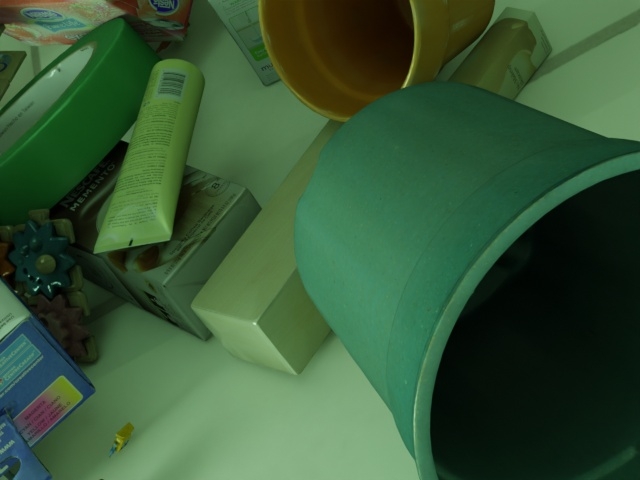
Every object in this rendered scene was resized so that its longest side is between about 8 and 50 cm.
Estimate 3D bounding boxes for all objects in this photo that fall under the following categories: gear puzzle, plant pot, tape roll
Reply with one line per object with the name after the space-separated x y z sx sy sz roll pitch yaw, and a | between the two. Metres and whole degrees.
-0.403 0.066 1.689 0.339 0.175 0.044 -6 8 30 | gear puzzle
0.074 -0.241 1.550 0.205 0.205 0.188 9 23 40 | plant pot
0.154 0.038 1.227 0.341 0.341 0.334 -40 32 -5 | plant pot
-0.323 -0.126 1.793 0.321 0.077 0.321 -38 20 16 | tape roll

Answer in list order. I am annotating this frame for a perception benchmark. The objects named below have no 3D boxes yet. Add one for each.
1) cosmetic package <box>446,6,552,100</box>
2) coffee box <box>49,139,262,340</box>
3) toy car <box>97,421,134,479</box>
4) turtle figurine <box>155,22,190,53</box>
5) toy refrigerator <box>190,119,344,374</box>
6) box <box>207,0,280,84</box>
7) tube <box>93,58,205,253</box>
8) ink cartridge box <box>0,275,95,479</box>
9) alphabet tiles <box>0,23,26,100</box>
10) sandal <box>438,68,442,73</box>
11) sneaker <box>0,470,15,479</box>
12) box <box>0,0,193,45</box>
0.188 -0.183 1.596 0.041 0.060 0.115 20 66 44 | cosmetic package
-0.176 -0.006 1.644 0.246 0.098 0.141 21 64 45 | coffee box
-0.193 0.239 1.483 0.040 0.060 0.122 -63 1 38 | toy car
-0.206 -0.361 2.017 0.217 0.087 0.269 -34 40 2 | turtle figurine
0.000 0.000 1.526 0.102 0.094 0.269 11 56 45 | toy refrigerator
-0.010 -0.342 1.753 0.262 0.231 0.126 -25 41 13 | box
-0.174 -0.086 1.606 0.070 0.062 0.240 127 159 -49 | tube
-0.410 0.128 1.479 0.270 0.151 0.395 -42 48 -9 | ink cartridge box
-0.529 -0.159 1.879 0.285 0.011 0.342 2 46 19 | alphabet tiles
0.105 -0.229 1.706 0.240 0.088 0.079 -50 10 -26 | sandal
-0.445 0.257 1.565 0.319 0.112 0.131 7 53 40 | sneaker
-0.305 -0.340 1.930 0.300 0.142 0.154 6 80 41 | box
